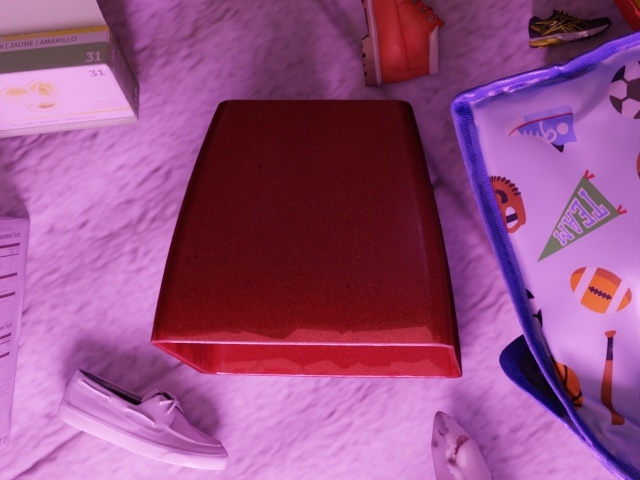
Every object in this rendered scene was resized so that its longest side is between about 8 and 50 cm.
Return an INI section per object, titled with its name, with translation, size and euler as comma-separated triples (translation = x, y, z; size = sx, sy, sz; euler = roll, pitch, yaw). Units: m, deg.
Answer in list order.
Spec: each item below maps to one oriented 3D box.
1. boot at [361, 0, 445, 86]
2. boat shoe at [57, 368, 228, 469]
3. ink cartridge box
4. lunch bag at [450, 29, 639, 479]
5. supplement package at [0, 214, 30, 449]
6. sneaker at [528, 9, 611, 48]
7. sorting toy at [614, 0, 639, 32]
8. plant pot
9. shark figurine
[boot]
translation = 0.080, -0.234, 1.684
size = 0.084, 0.059, 0.158
euler = -4, 105, 4
[boat shoe]
translation = -0.176, 0.181, 1.736
size = 0.184, 0.066, 0.063
euler = 20, 96, 15
[ink cartridge box]
translation = -0.285, -0.182, 1.646
size = 0.171, 0.235, 0.056
euler = -5, 65, 7
[lunch bag]
translation = 0.290, 0.020, 1.526
size = 0.239, 0.328, 0.385
euler = -18, 91, 23
[supplement package]
translation = -0.386, 0.091, 1.716
size = 0.139, 0.134, 0.244
euler = 6, 93, 6
[sneaker]
translation = 0.244, -0.213, 1.679
size = 0.083, 0.031, 0.035
euler = -11, 91, 7
[sorting toy]
translation = 0.279, -0.310, 1.568
size = 0.089, 0.257, 0.255
euler = -34, 88, 24
[plant pot]
translation = 0.000, 0.000, 1.619
size = 0.267, 0.267, 0.236
euler = 1, 79, 7
[shark figurine]
translation = 0.118, 0.329, 1.672
size = 0.166, 0.278, 0.116
euler = 40, 139, -24
